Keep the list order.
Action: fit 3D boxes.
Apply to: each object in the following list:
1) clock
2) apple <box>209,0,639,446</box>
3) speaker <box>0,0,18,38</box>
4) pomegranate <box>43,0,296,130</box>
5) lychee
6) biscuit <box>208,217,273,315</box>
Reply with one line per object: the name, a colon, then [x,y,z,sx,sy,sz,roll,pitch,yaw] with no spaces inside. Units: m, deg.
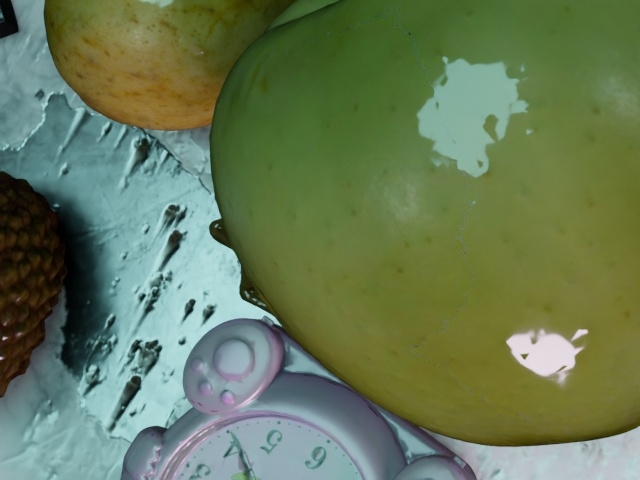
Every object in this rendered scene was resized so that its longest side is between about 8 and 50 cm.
clock: [-0.048,0.262,1.456,0.295,0.113,0.322,36,93,13]
apple: [0.156,-0.061,1.281,0.473,0.473,0.474,-1,84,12]
speaker: [-0.411,-0.211,1.616,0.218,0.044,0.082,-19,81,10]
pomegranate: [-0.124,-0.216,1.449,0.260,0.260,0.260,-1,84,12]
lychee: [-0.356,0.046,1.491,0.271,0.236,0.236,-39,77,-22]
biscuit: [-0.001,0.000,1.513,0.215,0.034,0.182,4,84,12]
